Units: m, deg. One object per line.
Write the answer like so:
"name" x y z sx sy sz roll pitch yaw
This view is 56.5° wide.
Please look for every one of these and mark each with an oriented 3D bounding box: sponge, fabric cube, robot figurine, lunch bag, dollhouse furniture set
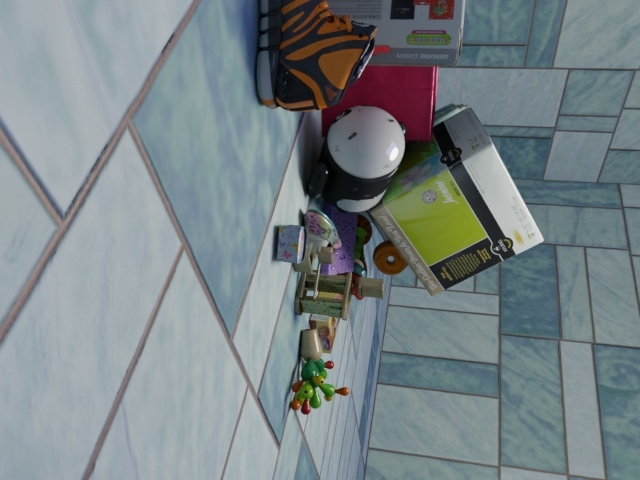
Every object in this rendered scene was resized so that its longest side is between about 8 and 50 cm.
"sponge" 0.050 -0.020 1.539 0.117 0.031 0.210 -4 100 -53
"fabric cube" 0.151 -0.400 1.442 0.254 0.258 0.259 -63 155 -59
"robot figurine" 0.080 -0.174 1.311 0.278 0.173 0.209 112 -5 -63
"lunch bag" -0.052 0.005 1.117 0.083 0.053 0.071 -11 107 -87
"dollhouse furniture set" 0.037 0.093 1.252 0.161 0.181 0.101 79 19 -52

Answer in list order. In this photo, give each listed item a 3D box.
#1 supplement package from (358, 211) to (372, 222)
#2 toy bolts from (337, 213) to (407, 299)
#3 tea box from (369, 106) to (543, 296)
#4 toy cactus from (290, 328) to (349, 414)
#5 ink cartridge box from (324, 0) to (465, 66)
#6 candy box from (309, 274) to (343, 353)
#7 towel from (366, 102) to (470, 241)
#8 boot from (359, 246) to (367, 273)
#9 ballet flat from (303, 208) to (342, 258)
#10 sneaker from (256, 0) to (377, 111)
"supplement package" 0.176 -0.186 1.831 0.139 0.133 0.244 145 -46 -69
"toy bolts" 0.133 0.048 1.708 0.158 0.218 0.229 -70 178 -65
"tea box" 0.326 -0.092 1.507 0.329 0.323 0.220 51 19 -31
"toy cactus" -0.009 0.291 1.345 0.219 0.112 0.181 -3 87 -70
"ink cartridge box" 0.114 -0.438 1.125 0.130 0.309 0.272 28 67 -77
"candy box" 0.020 0.184 1.521 0.187 0.053 0.109 -68 159 -52
"towel" 0.294 -0.166 1.660 0.320 0.374 0.090 56 10 -29
"boot" 0.117 0.070 1.907 0.137 0.076 0.198 -19 114 -83
"ballet flat" 0.000 0.000 1.339 0.079 0.076 0.221 -63 164 -10
"sneaker" 0.002 -0.363 0.924 0.124 0.180 0.321 -47 140 -72
